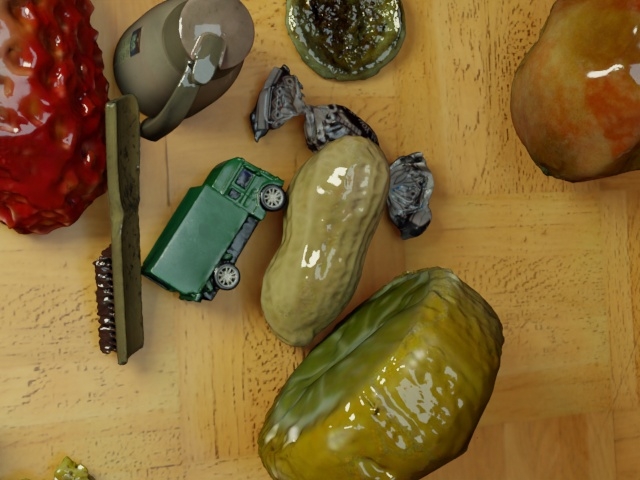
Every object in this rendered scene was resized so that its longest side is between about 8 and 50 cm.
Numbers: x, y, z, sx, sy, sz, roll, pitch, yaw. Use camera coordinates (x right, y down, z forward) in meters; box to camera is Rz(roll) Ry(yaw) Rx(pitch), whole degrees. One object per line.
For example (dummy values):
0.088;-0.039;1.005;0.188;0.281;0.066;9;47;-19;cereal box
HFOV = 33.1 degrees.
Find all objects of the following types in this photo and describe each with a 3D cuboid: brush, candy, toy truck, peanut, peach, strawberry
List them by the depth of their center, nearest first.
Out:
-0.297;-0.159;0.913;0.265;0.149;0.336;-42;104;-19;strawberry
-0.184;-0.008;0.968;0.036;0.043;0.248;7;112;13;brush
0.055;0.136;0.984;0.118;0.260;0.260;46;74;-9;candy
-0.099;-0.011;1.029;0.079;0.065;0.147;36;77;-17;toy truck
0.000;0.000;1.041;0.099;0.090;0.214;20;94;20;peanut
0.028;-0.088;1.089;0.226;0.051;0.094;37;79;-16;candy
0.309;-0.160;1.127;0.235;0.214;0.214;-43;104;2;peach

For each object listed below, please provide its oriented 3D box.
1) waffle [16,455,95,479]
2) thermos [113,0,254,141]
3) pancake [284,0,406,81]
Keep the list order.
-0.258;0.346;0.963;0.291;0.051;0.291;1;89;-22;waffle
-0.121;-0.154;0.957;0.105;0.193;0.137;27;80;-20;thermos
0.028;-0.221;1.109;0.129;0.022;0.116;-18;95;-16;pancake
